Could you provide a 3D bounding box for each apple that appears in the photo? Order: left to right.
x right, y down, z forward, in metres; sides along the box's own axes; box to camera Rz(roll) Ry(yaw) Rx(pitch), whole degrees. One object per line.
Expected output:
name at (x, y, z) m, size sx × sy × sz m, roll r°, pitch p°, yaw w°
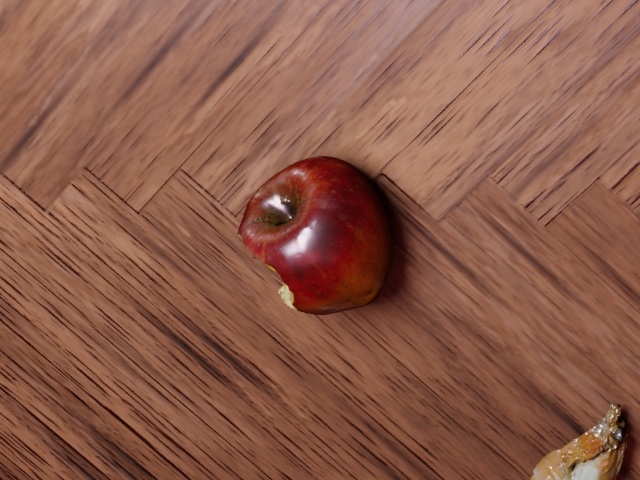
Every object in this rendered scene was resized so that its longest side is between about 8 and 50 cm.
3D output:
apple at (0.008, -0.001, 1.789) m, size 0.147 × 0.156 × 0.158 m, roll -25°, pitch 136°, yaw 26°

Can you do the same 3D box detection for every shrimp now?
shrimp at (0.302, 0.260, 1.897) m, size 0.091 × 0.043 × 0.184 m, roll 30°, pitch 122°, yaw 3°
